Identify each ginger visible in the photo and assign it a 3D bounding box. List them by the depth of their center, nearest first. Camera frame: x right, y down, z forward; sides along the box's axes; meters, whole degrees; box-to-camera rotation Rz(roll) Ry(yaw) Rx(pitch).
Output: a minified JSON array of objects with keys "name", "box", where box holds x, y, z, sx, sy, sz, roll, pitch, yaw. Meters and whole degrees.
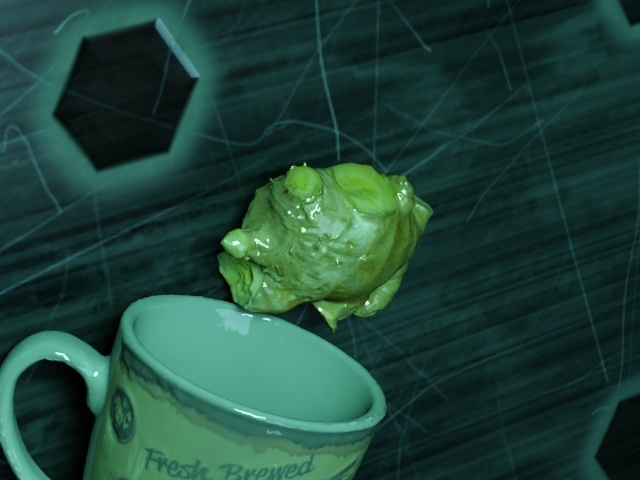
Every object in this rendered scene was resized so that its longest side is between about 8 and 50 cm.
[{"name":"ginger","box":[0.000,0.000,1.534,0.216,0.102,0.157,3,133,-40]}]

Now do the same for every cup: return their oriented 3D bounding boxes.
[{"name":"cup","box":[-0.130,0.192,1.474,0.301,0.227,0.257,19,104,-10]}]
